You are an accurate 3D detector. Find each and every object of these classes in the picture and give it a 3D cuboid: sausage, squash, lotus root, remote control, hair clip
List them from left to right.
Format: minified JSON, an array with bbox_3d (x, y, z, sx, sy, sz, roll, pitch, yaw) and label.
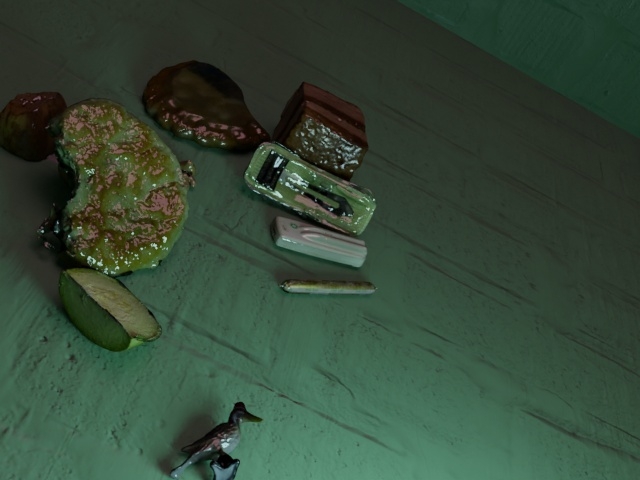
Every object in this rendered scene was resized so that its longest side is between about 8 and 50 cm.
[{"bbox_3d":[-0.583,-0.229,1.848,0.160,0.135,0.095,-5,48,-26],"label":"lotus root"},{"bbox_3d":[-0.372,0.136,1.593,0.192,0.085,0.184,43,5,12],"label":"squash"},{"bbox_3d":[-0.027,-0.120,2.171,0.321,0.138,0.091,28,4,-12],"label":"hair clip"},{"bbox_3d":[-0.001,0.001,2.086,0.230,0.049,0.090,15,34,-23],"label":"remote control"},{"bbox_3d":[0.020,0.103,1.985,0.269,0.032,0.032,4,43,-37],"label":"sausage"}]

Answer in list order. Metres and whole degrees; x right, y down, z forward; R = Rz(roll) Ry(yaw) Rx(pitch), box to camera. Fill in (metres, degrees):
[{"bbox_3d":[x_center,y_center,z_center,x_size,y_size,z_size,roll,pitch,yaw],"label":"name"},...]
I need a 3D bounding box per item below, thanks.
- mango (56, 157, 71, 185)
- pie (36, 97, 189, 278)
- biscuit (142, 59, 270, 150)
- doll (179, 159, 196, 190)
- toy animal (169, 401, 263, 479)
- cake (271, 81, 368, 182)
[{"bbox_3d":[-0.431,-0.149,1.887,0.238,0.091,0.137,-11,56,-52],"label":"mango"},{"bbox_3d":[-0.396,-0.102,1.760,0.297,0.078,0.371,9,66,-32],"label":"pie"},{"bbox_3d":[-0.272,-0.335,2.278,0.335,0.078,0.329,24,38,-9],"label":"biscuit"},{"bbox_3d":[-0.306,-0.139,2.035,0.062,0.051,0.093,24,63,-15],"label":"doll"},{"bbox_3d":[-0.164,0.331,1.503,0.105,0.070,0.202,17,35,10],"label":"toy animal"},{"bbox_3d":[-0.009,-0.262,2.304,0.199,0.196,0.293,25,29,-16],"label":"cake"}]
